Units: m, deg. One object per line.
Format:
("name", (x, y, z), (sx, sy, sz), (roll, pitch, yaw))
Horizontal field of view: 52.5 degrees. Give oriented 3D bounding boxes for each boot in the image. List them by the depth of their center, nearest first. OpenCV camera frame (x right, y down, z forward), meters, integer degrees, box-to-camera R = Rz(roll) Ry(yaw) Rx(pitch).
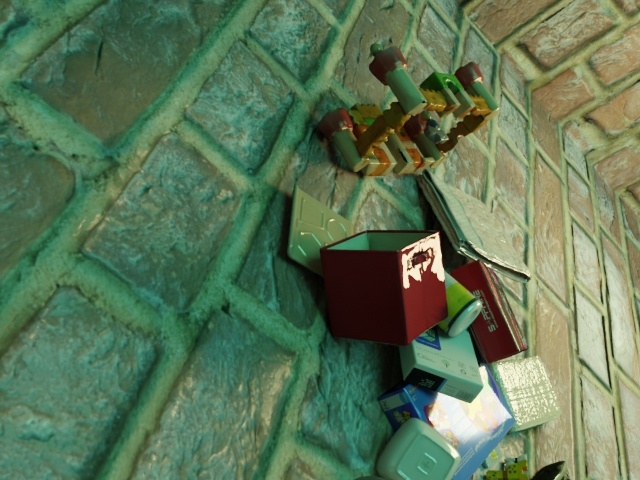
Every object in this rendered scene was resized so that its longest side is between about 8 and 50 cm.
("boot", (0.589, 0.654, 1.585), (0.236, 0.085, 0.179), (2, 63, -59))

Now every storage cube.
("storage cube", (0.133, 0.089, 1.345), (0.183, 0.215, 0.193), (-21, 106, -50))

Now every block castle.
("block castle", (0.230, -0.345, 1.705), (0.453, 0.303, 0.213), (-10, 64, -48))

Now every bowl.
("bowl", (0.197, 0.434, 1.265), (0.142, 0.053, 0.142), (39, 74, 1))

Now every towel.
("towel", (0.548, 0.410, 1.754), (0.282, 0.049, 0.187), (6, 59, -45))
("towel", (0.443, -0.044, 1.875), (0.317, 0.053, 0.332), (23, 32, -35))

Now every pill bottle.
("pill bottle", (0.259, 0.120, 1.444), (0.184, 0.103, 0.103), (42, 30, 25))

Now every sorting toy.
("sorting toy", (0.000, 0.000, 1.440), (0.208, 0.038, 0.193), (35, 43, -34))

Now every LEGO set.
("LEGO set", (0.431, 0.575, 1.486), (0.227, 0.093, 0.087), (-74, 153, -50))

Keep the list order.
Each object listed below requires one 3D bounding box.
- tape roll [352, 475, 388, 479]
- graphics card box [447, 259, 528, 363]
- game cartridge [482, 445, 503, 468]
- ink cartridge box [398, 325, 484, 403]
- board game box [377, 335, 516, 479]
("tape roll", (0.088, 0.495, 1.033), (0.072, 0.219, 0.219), (29, 46, -32))
("graphics card box", (0.431, 0.186, 1.640), (0.371, 0.094, 0.233), (24, 43, -68))
("game cartridge", (0.404, 0.505, 1.550), (0.083, 0.017, 0.056), (-7, 66, -50))
("ink cartridge box", (0.256, 0.209, 1.469), (0.165, 0.065, 0.333), (21, 31, -10))
("board game box", (0.297, 0.384, 1.462), (0.347, 0.078, 0.233), (-18, 79, -52))
